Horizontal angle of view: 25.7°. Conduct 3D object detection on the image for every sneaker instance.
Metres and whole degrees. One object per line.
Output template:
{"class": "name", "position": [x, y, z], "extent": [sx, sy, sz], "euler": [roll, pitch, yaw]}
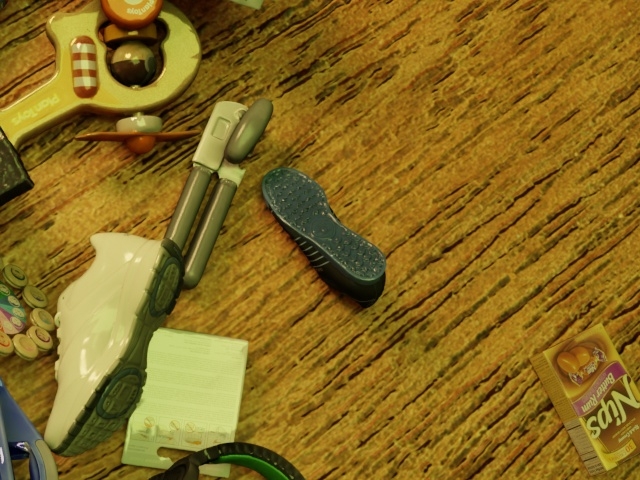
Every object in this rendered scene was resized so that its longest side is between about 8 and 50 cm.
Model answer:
{"class": "sneaker", "position": [-0.276, 0.126, 1.749], "extent": [0.129, 0.111, 0.297], "euler": [17, 74, 21]}
{"class": "sneaker", "position": [0.000, 0.000, 1.911], "extent": [0.081, 0.090, 0.232], "euler": [-32, 62, -23]}

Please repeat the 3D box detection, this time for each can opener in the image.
{"class": "can opener", "position": [-0.147, -0.072, 1.882], "extent": [0.074, 0.093, 0.280], "euler": [24, 71, -9]}

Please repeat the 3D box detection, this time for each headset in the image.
{"class": "headset", "position": [-0.177, 0.399, 1.706], "extent": [0.394, 0.185, 0.243], "euler": [-16, 81, -37]}

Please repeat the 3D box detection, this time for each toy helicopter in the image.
{"class": "toy helicopter", "position": [-0.314, -0.188, 1.867], "extent": [0.355, 0.140, 0.235], "euler": [-33, 93, -13]}

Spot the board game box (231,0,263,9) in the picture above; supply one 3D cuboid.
{"class": "board game box", "position": [-0.227, -0.426, 1.875], "extent": [0.303, 0.224, 0.097], "euler": [13, 111, -25]}

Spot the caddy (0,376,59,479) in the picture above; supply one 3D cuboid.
{"class": "caddy", "position": [-0.384, 0.277, 1.574], "extent": [0.179, 0.241, 0.341], "euler": [-11, 40, -13]}

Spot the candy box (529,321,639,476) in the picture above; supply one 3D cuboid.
{"class": "candy box", "position": [0.386, 0.222, 1.963], "extent": [0.109, 0.053, 0.187], "euler": [-24, 81, -24]}

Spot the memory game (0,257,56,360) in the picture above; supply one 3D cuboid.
{"class": "memory game", "position": [-0.401, 0.072, 1.726], "extent": [0.186, 0.012, 0.186], "euler": [39, 23, -20]}

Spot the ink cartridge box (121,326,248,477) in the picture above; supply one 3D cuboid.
{"class": "ink cartridge box", "position": [-0.175, 0.206, 1.809], "extent": [0.145, 0.045, 0.179], "euler": [10, 83, -14]}

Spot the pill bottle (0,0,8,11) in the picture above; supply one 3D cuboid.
{"class": "pill bottle", "position": [-0.462, -0.339, 1.848], "extent": [0.108, 0.108, 0.180], "euler": [32, 75, -4]}

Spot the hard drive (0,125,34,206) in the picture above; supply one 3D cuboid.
{"class": "hard drive", "position": [-0.535, -0.154, 1.719], "extent": [0.237, 0.064, 0.339], "euler": [-31, 83, -6]}
